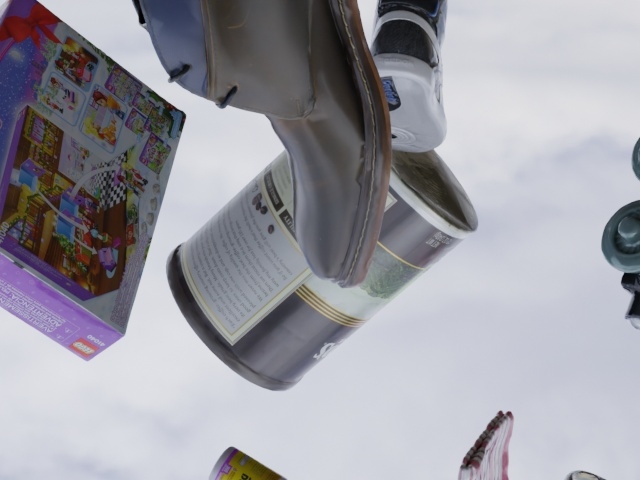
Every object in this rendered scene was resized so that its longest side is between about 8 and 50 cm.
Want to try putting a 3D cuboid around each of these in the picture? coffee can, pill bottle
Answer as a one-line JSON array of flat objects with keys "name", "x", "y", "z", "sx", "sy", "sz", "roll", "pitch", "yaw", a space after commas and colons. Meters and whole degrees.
[{"name": "coffee can", "x": 0.000, "y": 0.000, "z": 1.350, "sx": 0.201, "sy": 0.275, "sz": 0.201, "roll": 41, "pitch": -159, "yaw": -19}, {"name": "pill bottle", "x": -0.058, "y": 0.226, "z": 1.153, "sx": 0.083, "sy": 0.043, "sz": 0.043, "roll": 29, "pitch": -151, "yaw": 11}]

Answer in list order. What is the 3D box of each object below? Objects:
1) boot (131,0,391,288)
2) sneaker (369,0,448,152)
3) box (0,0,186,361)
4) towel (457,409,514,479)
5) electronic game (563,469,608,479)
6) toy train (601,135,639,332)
[{"name": "boot", "x": -0.030, "y": -0.075, "z": 0.531, "sx": 0.106, "sy": 0.219, "sz": 0.082, "roll": -8, "pitch": -155, "yaw": -12}, {"name": "sneaker", "x": 0.084, "y": -0.164, "z": 1.142, "sx": 0.079, "sy": 0.121, "sz": 0.217, "roll": 9, "pitch": 166, "yaw": 5}, {"name": "box", "x": -0.232, "y": -0.064, "z": 1.094, "sx": 0.201, "sy": 0.057, "sz": 0.293, "roll": 38, "pitch": -143, "yaw": -25}, {"name": "towel", "x": 0.201, "y": 0.303, "z": 1.524, "sx": 0.029, "sy": 0.144, "sz": 0.197, "roll": 5, "pitch": -165, "yaw": 22}, {"name": "electronic game", "x": 0.396, "y": 0.362, "z": 1.553, "sx": 0.229, "sy": 0.048, "sz": 0.229, "roll": 33, "pitch": -169, "yaw": -7}, {"name": "toy train", "x": 0.399, "y": -0.057, "z": 1.188, "sx": 0.190, "sy": 0.334, "sz": 0.142, "roll": 10, "pitch": 162, "yaw": 47}]
